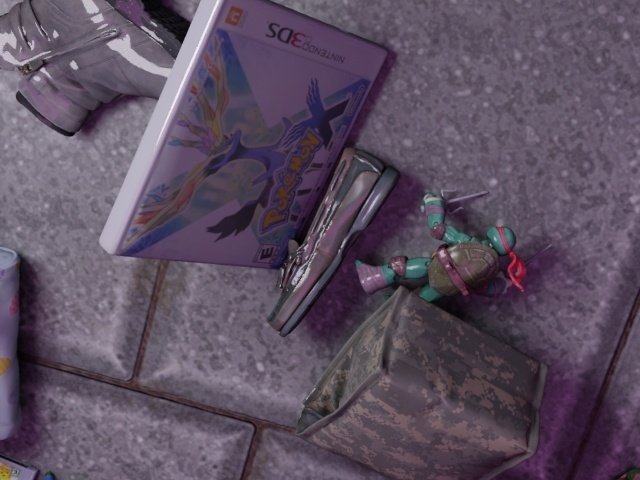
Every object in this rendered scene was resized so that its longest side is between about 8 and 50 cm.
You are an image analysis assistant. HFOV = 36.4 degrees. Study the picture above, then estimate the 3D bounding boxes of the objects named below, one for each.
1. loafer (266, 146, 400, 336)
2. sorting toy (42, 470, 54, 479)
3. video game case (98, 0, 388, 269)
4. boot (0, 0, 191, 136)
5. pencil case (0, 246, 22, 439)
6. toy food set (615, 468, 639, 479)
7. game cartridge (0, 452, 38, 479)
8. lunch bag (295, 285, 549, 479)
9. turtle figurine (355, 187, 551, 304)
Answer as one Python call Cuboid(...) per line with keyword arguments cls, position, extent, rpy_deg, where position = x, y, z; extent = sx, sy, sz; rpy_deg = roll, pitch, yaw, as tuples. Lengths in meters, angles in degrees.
Cuboid(cls="loafer", position=(0.000, 0.000, 1.288), extent=(0.084, 0.096, 0.267), rpy_deg=(35, 96, 3))
Cuboid(cls="sorting toy", position=(-0.392, 0.370, 1.433), extent=(0.102, 0.042, 0.061), rpy_deg=(-16, 120, -5))
Cuboid(cls="video game case", position=(-0.083, -0.118, 1.174), extent=(0.036, 0.300, 0.329), rpy_deg=(38, 109, 35))
Cuboid(cls="boot", position=(-0.253, -0.201, 1.244), extent=(0.223, 0.118, 0.338), rpy_deg=(-39, 93, 19))
Cuboid(cls="pencil case", position=(-0.468, 0.141, 1.333), extent=(0.114, 0.124, 0.273), rpy_deg=(-3, 108, -26))
Cuboid(cls="toy food set", position=(0.457, 0.364, 1.394), extent=(0.083, 0.020, 0.083), rpy_deg=(-34, 101, 11))
Cuboid(cls="game cartridge", position=(-0.465, 0.346, 1.438), extent=(0.083, 0.017, 0.056), rpy_deg=(23, 109, -3))
Cuboid(cls="lunch bag", position=(0.123, 0.227, 1.291), extent=(0.235, 0.169, 0.287), rpy_deg=(29, 137, -9))
Cuboid(cls="turtle figurine", position=(0.174, 0.023, 1.273), extent=(0.234, 0.118, 0.175), rpy_deg=(-28, 102, 15))
